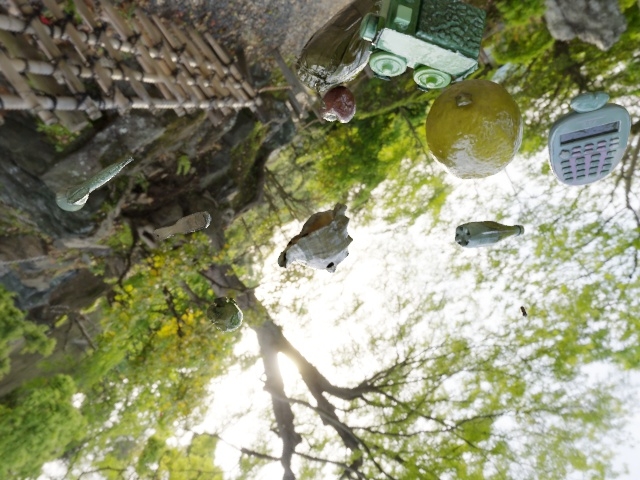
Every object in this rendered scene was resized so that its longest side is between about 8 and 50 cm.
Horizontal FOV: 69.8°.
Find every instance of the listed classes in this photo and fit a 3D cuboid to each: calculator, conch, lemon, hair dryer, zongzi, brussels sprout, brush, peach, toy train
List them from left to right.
[{"bbox_3d":[-0.611,-0.168,1.271,0.237,0.075,0.206,-45,-154,-28],"label":"hair dryer"},{"bbox_3d":[-0.570,-0.062,1.907,0.327,0.070,0.065,-15,-164,33],"label":"brush"},{"bbox_3d":[-0.358,0.279,1.745,0.101,0.139,0.181,-61,-167,1],"label":"brussels sprout"},{"bbox_3d":[0.010,0.005,1.484,0.324,0.186,0.263,-53,178,-43],"label":"conch"},{"bbox_3d":[0.076,-0.563,1.889,0.152,0.152,0.152,-33,-171,6],"label":"peach"},{"bbox_3d":[0.100,-0.765,1.636,0.467,0.218,0.500,-56,179,36],"label":"zongzi"},{"bbox_3d":[0.226,-0.449,1.022,0.188,0.271,0.159,151,-47,-75],"label":"toy train"},{"bbox_3d":[0.404,-0.290,1.215,0.267,0.267,0.267,-33,-171,6],"label":"lemon"},{"bbox_3d":[0.679,-0.254,1.169,0.185,0.299,0.041,-12,-135,19],"label":"calculator"}]

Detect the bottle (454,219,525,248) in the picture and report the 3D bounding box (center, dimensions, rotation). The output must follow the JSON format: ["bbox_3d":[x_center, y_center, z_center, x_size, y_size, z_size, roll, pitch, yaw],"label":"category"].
[{"bbox_3d":[0.540,-0.025,1.443,0.269,0.083,0.083,-6,174,-30],"label":"bottle"}]

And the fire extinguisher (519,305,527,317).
[{"bbox_3d":[0.886,0.311,2.001,0.022,0.028,0.083,-2,-162,14],"label":"fire extinguisher"}]
